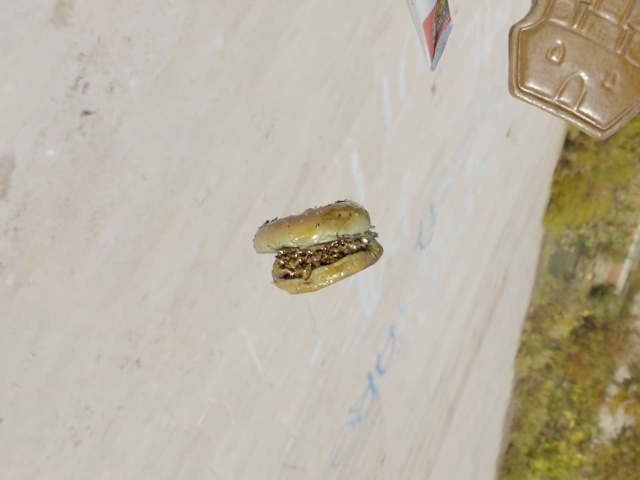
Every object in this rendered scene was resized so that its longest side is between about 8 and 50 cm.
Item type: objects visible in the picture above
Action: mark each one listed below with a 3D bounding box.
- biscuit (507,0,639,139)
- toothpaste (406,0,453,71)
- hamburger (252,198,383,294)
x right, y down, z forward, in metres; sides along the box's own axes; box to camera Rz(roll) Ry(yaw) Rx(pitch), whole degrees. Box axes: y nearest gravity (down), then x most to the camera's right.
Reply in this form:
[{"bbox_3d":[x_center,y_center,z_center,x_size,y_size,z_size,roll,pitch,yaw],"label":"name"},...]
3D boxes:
[{"bbox_3d":[0.310,-0.235,0.978,0.215,0.182,0.034,-66,-170,3],"label":"biscuit"},{"bbox_3d":[0.128,-0.319,1.090,0.089,0.057,0.234,-66,152,-23],"label":"toothpaste"},{"bbox_3d":[0.000,0.000,1.201,0.185,0.113,0.177,-26,-178,-31],"label":"hamburger"}]
